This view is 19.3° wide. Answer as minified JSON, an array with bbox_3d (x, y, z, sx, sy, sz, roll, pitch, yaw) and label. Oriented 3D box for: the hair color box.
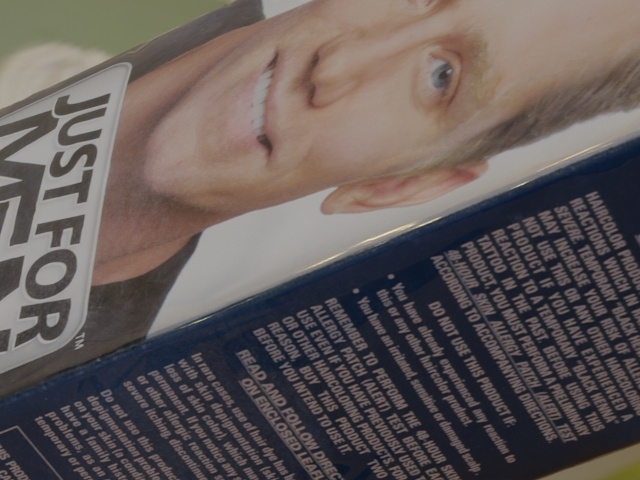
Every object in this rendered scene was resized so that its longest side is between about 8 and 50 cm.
[{"bbox_3d":[0.000,0.000,0.587,0.347,0.174,0.105,-22,-56,17],"label":"hair color box"}]
